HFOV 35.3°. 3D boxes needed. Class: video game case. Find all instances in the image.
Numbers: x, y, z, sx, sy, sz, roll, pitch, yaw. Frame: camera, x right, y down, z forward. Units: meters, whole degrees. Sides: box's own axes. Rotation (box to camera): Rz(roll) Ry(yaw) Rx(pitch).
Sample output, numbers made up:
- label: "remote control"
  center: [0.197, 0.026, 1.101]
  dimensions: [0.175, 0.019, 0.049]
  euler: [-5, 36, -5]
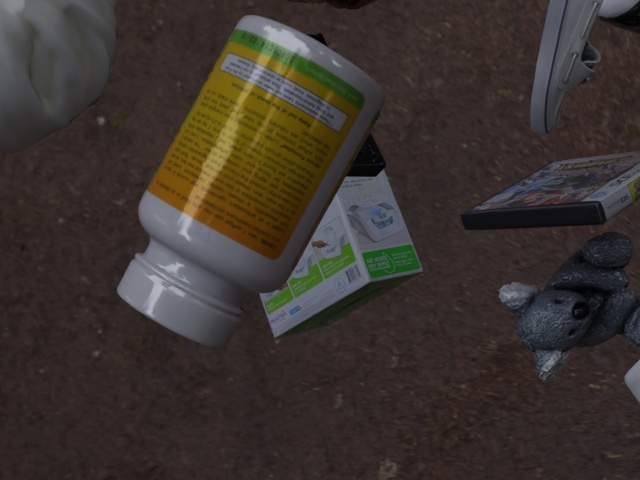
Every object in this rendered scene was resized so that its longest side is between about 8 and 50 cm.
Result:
- label: "video game case"
  center: [0.400, -0.081, 1.587]
  dimensions: [0.274, 0.248, 0.035]
  euler: [-2, 112, 53]

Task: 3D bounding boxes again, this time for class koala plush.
- label: "koala plush"
  center: [0.408, 0.121, 1.658]
  dimensions: [0.196, 0.221, 0.203]
  euler: [64, 151, 1]

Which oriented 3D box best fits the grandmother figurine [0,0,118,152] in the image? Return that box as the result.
- label: "grandmother figurine"
  center: [-0.168, -0.172, 0.418]
  dimensions: [0.208, 0.104, 0.342]
  euler: [-39, 57, 15]

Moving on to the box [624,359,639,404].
- label: "box"
  center: [0.292, 0.107, 0.290]
  dimensions: [0.345, 0.168, 0.215]
  euler: [62, 147, 30]

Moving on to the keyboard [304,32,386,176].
- label: "keyboard"
  center: [0.007, -0.133, 0.972]
  dimensions: [0.180, 0.108, 0.023]
  euler: [67, 148, 30]

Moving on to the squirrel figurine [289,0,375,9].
- label: "squirrel figurine"
  center: [-0.031, -0.420, 0.947]
  dimensions: [0.281, 0.370, 0.397]
  euler: [-25, 48, 47]

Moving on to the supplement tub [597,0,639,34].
- label: "supplement tub"
  center: [0.583, -0.378, 1.476]
  dimensions: [0.207, 0.338, 0.207]
  euler: [-169, 90, -70]

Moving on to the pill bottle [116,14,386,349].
- label: "pill bottle"
  center: [-0.062, -0.043, 0.813]
  dimensions: [0.136, 0.136, 0.246]
  euler: [29, 90, 28]

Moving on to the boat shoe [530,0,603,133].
- label: "boat shoe"
  center: [0.355, -0.257, 1.434]
  dimensions: [0.084, 0.258, 0.095]
  euler: [14, 45, 14]

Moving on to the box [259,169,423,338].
- label: "box"
  center: [0.000, 0.000, 1.593]
  dimensions: [0.262, 0.126, 0.231]
  euler: [-36, 70, 47]
